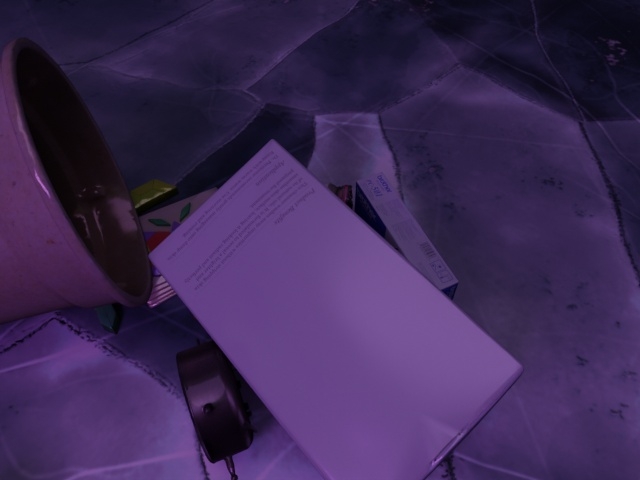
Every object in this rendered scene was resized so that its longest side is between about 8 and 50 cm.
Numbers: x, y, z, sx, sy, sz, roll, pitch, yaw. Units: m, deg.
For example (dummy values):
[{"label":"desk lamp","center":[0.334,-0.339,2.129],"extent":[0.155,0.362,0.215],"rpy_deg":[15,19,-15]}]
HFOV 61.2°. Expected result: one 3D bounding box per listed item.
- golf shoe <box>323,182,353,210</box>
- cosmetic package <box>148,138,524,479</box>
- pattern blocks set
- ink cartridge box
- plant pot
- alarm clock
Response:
[{"label":"golf shoe","center":[0.000,0.000,0.786],"extent":[0.085,0.068,0.186],"rpy_deg":[4,59,6]},{"label":"cosmetic package","center":[0.010,0.092,0.623],"extent":[0.217,0.156,0.385],"rpy_deg":[-42,67,-3]},{"label":"pattern blocks set","center":[-0.207,0.002,0.818],"extent":[0.324,0.026,0.285],"rpy_deg":[-38,61,-23]},{"label":"ink cartridge box","center":[0.113,0.011,0.759],"extent":[0.046,0.097,0.207],"rpy_deg":[-20,57,-13]},{"label":"plant pot","center":[-0.413,-0.020,0.641],"extent":[0.305,0.334,0.334],"rpy_deg":[-22,56,-5]},{"label":"alarm clock","center":[-0.125,0.173,0.638],"extent":[0.064,0.130,0.192],"rpy_deg":[-21,29,-15]}]
